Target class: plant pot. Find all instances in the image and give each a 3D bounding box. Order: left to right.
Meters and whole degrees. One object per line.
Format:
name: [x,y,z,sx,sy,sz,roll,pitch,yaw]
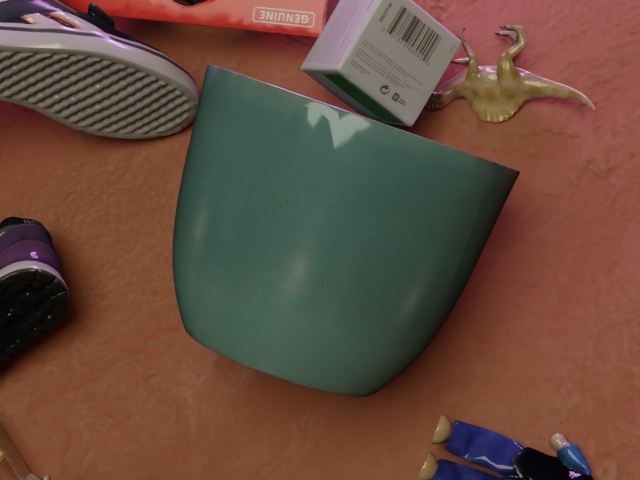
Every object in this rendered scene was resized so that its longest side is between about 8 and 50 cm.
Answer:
plant pot: [0.000,0.000,1.326,0.293,0.293,0.235,21,94,17]

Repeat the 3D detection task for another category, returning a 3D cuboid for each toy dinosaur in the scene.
toy dinosaur: [0.182,-0.161,1.456,0.183,0.053,0.092,1,90,20]

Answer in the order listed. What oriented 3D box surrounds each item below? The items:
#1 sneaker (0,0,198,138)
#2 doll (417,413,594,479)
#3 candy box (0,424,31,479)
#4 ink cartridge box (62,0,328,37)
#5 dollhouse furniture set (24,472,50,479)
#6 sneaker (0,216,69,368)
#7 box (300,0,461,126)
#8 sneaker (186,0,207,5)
sneaker: [-0.274,-0.198,1.475,0.321,0.126,0.127,12,49,-21]
doll: [0.184,0.227,1.340,0.189,0.046,0.129,20,70,10]
candy box: [-0.330,0.256,1.438,0.109,0.053,0.186,-37,69,1]
ink cartridge box: [-0.124,-0.346,1.463,0.296,0.066,0.261,7,88,11]
dollhouse furniture set: [-0.161,0.239,1.374,0.151,0.144,0.123,27,77,32]
sneaker: [-0.373,0.085,1.488,0.283,0.107,0.124,-33,41,9]
box: [0.057,-0.179,1.437,0.101,0.087,0.102,34,83,-26]
sneaker: [-0.058,-0.354,1.534,0.286,0.109,0.130,-45,77,7]
